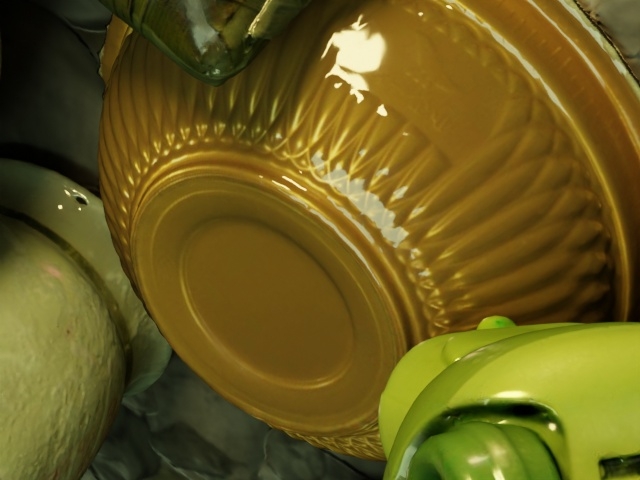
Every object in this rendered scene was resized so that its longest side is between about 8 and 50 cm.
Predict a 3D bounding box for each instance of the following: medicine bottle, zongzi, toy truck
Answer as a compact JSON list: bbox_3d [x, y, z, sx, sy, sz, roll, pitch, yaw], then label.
[{"bbox_3d":[-0.158,0.053,0.778,0.147,0.143,0.147,18,133,20],"label":"medicine bottle"},{"bbox_3d":[-0.051,-0.145,0.585,0.154,0.062,0.130,39,93,7],"label":"zongzi"},{"bbox_3d":[0.077,0.105,0.566,0.210,0.148,0.187,-129,38,-59],"label":"toy truck"}]

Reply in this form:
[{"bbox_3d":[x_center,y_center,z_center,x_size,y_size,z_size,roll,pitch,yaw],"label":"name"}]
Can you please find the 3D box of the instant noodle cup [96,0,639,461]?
[{"bbox_3d":[0.000,0.000,0.663,0.274,0.091,0.274,20,132,24],"label":"instant noodle cup"}]
